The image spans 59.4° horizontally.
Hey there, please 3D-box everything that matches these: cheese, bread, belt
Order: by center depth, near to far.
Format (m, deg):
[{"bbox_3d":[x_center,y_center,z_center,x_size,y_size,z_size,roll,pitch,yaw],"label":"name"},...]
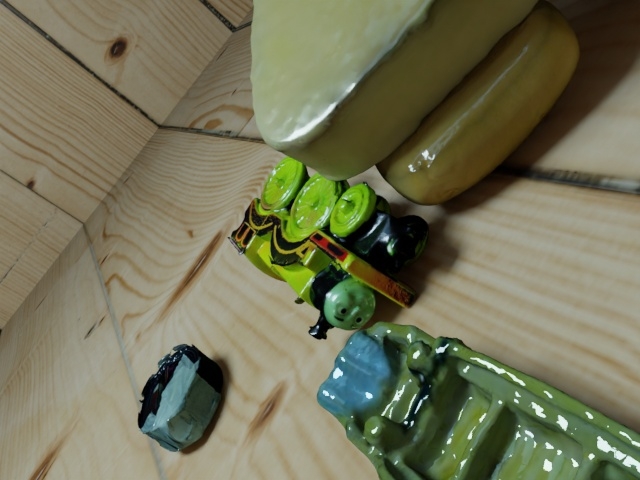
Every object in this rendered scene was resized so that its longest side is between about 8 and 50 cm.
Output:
[{"bbox_3d":[0.050,-0.292,0.545,0.383,0.104,0.384,-15,66,36],"label":"cheese"},{"bbox_3d":[0.149,-0.128,0.547,0.217,0.098,0.147,-44,34,17],"label":"bread"},{"bbox_3d":[-0.169,0.191,0.688,0.105,0.058,0.140,-37,26,13],"label":"belt"}]

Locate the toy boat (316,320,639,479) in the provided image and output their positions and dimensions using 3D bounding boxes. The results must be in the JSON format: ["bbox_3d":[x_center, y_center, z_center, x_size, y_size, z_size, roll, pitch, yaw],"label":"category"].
[{"bbox_3d":[0.105,0.134,0.325,0.111,0.084,0.276,-54,31,-11],"label":"toy boat"}]

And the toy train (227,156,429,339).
[{"bbox_3d":[0.000,0.000,0.623,0.161,0.100,0.296,-58,29,2],"label":"toy train"}]
